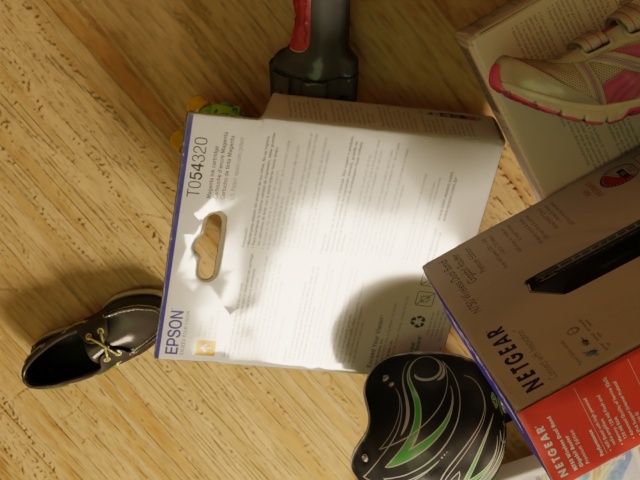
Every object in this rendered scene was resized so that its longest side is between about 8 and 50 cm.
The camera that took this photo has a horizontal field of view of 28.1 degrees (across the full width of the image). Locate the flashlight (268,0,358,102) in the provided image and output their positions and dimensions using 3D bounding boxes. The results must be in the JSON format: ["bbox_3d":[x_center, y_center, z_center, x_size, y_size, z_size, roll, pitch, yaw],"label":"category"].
[{"bbox_3d":[-0.017,-0.265,1.293,0.103,0.103,0.304,-9,125,-17],"label":"flashlight"}]

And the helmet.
[{"bbox_3d":[0.119,0.218,1.403,0.169,0.161,0.169,4,151,2],"label":"helmet"}]

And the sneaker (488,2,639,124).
[{"bbox_3d":[0.278,-0.169,1.188,0.252,0.103,0.111,-2,103,-14],"label":"sneaker"}]

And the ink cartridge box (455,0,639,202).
[{"bbox_3d":[0.316,-0.140,1.281,0.261,0.066,0.296,-29,109,1],"label":"ink cartridge box"}]

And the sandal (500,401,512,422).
[{"bbox_3d":[0.148,0.179,1.523,0.179,0.040,0.067,12,127,-7],"label":"sandal"}]

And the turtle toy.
[{"bbox_3d":[-0.114,-0.100,1.424,0.095,0.066,0.130,44,126,17],"label":"turtle toy"}]

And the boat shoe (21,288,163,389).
[{"bbox_3d":[-0.276,0.130,1.594,0.228,0.068,0.081,-25,109,26],"label":"boat shoe"}]

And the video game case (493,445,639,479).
[{"bbox_3d":[0.293,0.387,1.540,0.329,0.036,0.300,-20,111,8],"label":"video game case"}]

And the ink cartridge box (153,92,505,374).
[{"bbox_3d":[0.000,0.000,1.380,0.330,0.071,0.324,6,124,-10],"label":"ink cartridge box"}]

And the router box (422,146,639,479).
[{"bbox_3d":[0.271,0.039,1.118,0.301,0.335,0.082,-29,110,1],"label":"router box"}]
